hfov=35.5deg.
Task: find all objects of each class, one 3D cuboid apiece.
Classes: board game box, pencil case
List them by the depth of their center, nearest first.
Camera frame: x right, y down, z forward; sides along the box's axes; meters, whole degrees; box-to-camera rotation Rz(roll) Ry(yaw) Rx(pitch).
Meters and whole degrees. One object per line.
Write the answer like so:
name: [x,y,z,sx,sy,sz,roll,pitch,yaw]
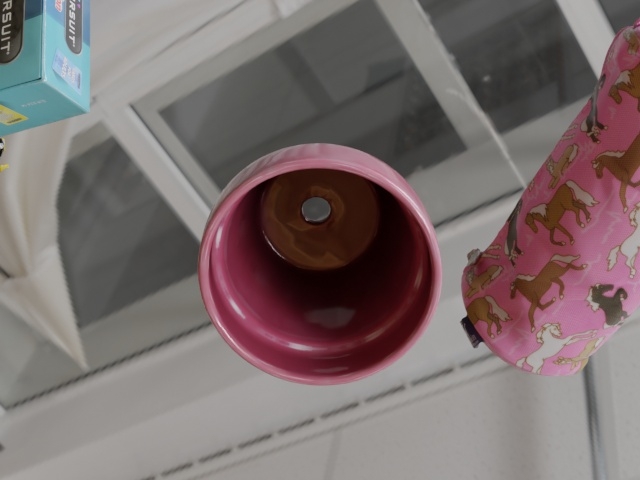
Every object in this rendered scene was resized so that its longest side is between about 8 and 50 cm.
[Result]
pencil case: [0.290,-0.037,1.025,0.160,0.167,0.386,-97,-150,-53]
board game box: [-0.399,-0.218,1.034,0.336,0.079,0.253,-11,-111,19]

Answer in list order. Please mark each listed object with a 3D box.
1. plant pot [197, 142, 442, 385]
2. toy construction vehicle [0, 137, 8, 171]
plant pot: [0.000,0.000,0.889,0.201,0.201,0.180,-31,-163,11]
toy construction vehicle: [-0.406,-0.074,1.183,0.086,0.098,0.035,-2,177,21]
